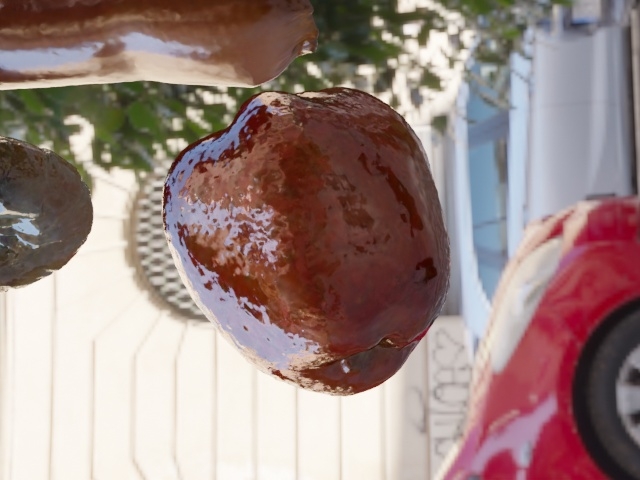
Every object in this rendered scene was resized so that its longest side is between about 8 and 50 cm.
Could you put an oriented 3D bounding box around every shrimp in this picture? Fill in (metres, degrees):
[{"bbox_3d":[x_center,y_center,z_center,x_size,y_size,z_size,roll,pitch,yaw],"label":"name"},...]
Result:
[{"bbox_3d":[-0.250,-0.019,0.734,0.126,0.223,0.047,-60,37,23],"label":"shrimp"}]

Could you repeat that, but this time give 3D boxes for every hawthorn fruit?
[{"bbox_3d":[0.000,0.000,0.539,0.138,0.133,0.133,61,-174,18],"label":"hawthorn fruit"}]

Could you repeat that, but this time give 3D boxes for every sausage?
[{"bbox_3d":[-0.150,-0.135,0.698,0.089,0.300,0.083,82,-171,-55],"label":"sausage"}]
